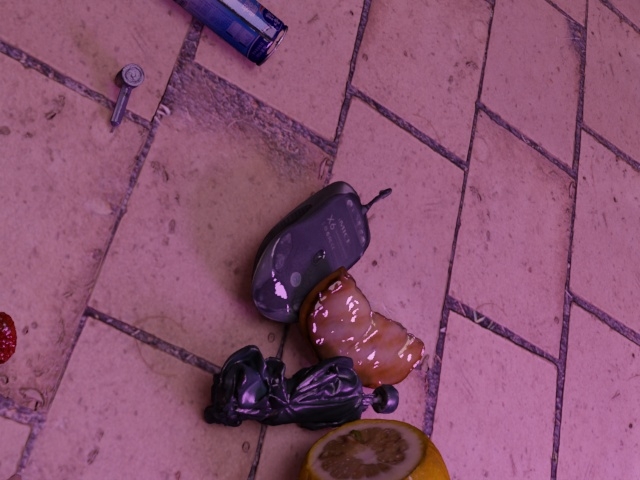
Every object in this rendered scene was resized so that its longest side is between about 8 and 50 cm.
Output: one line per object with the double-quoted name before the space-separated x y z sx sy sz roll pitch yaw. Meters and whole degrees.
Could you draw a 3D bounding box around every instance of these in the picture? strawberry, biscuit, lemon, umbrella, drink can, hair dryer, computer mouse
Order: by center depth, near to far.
"strawberry" -0.433 0.125 1.115 0.073 0.083 0.073 15 56 -24
"lemon" 0.087 0.410 1.292 0.240 0.240 0.219 -29 116 -40
"umbrella" -0.020 0.242 1.344 0.348 0.143 0.094 7 49 -35
"hair dryer" -0.321 -0.227 1.367 0.037 0.063 0.114 20 83 -23
"biscuit" 0.069 0.171 1.452 0.299 0.045 0.154 44 71 -37
"computer mouse" 0.000 0.000 1.468 0.379 0.090 0.167 -38 122 -37
"drink can" -0.177 -0.422 1.520 0.235 0.097 0.097 35 54 -19

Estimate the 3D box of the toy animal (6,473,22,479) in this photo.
"toy animal" -0.430 0.386 0.961 0.250 0.154 0.166 -15 73 -42
